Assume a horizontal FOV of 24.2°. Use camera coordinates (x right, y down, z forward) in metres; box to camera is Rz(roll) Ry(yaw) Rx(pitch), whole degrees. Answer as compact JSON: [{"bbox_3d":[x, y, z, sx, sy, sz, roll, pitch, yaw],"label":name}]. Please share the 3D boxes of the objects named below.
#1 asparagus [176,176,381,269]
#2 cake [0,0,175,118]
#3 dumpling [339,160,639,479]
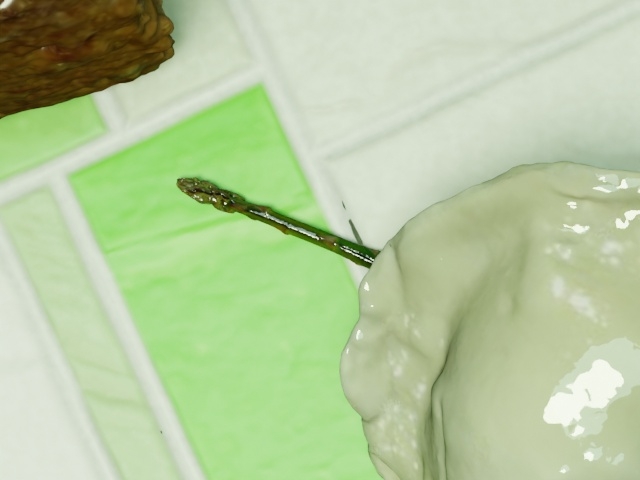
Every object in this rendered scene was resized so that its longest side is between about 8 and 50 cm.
[{"bbox_3d":[0.000,0.000,0.787,0.166,0.013,0.016,24,81,3],"label":"asparagus"},{"bbox_3d":[-0.201,-0.205,0.717,0.199,0.196,0.293,-16,83,4],"label":"cake"},{"bbox_3d":[0.104,0.067,0.716,0.193,0.147,0.258,34,123,12],"label":"dumpling"}]
